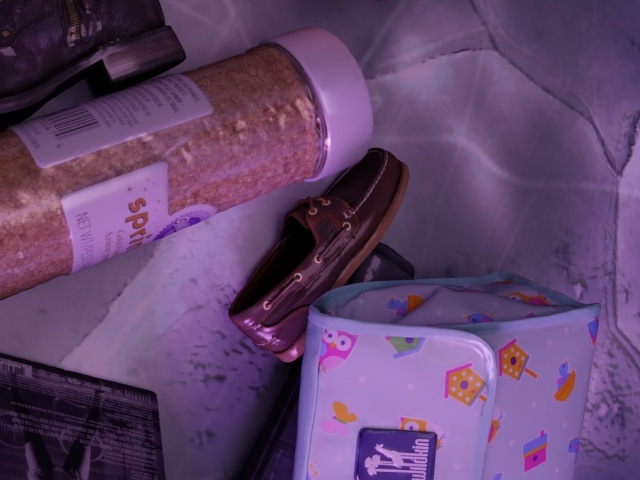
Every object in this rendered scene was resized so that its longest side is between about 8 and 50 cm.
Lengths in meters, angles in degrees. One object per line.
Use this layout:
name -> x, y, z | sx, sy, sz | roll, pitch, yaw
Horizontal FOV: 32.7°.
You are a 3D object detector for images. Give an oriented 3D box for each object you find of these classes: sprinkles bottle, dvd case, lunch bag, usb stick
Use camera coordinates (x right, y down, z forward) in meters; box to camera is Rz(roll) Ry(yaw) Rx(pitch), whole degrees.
sprinkles bottle -> -0.133, -0.058, 0.824 | 0.355, 0.121, 0.121 | -23, 101, -26
dvd case -> -0.183, 0.173, 0.764 | 0.164, 0.221, 0.018 | 19, 121, -27
lunch bag -> 0.089, 0.148, 0.887 | 0.262, 0.160, 0.223 | -4, 106, -39
usb stick -> 0.003, 0.132, 0.939 | 0.077, 0.045, 0.278 | 34, 73, -28

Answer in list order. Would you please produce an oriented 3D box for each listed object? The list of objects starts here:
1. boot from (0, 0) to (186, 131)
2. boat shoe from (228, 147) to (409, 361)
boot -> -0.236, -0.205, 0.799 | 0.263, 0.091, 0.229 | -24, 96, -31
boat shoe -> 0.000, 0.000, 0.923 | 0.073, 0.073, 0.207 | 39, 72, -25
